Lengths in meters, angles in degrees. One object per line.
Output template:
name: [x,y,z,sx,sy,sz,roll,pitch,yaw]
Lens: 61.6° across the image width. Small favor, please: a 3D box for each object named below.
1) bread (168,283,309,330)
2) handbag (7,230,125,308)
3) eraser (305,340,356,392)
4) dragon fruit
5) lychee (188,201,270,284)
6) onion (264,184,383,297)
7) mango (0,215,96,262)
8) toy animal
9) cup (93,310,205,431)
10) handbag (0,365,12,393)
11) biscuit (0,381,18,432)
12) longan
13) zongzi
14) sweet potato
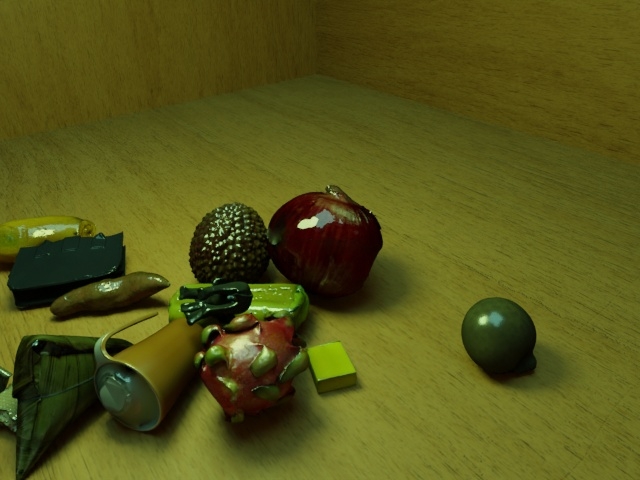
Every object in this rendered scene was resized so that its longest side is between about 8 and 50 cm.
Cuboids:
bread: [-0.221,0.192,1.449,0.383,0.112,0.166,-1,28,6]
handbag: [-0.777,0.080,1.681,0.325,0.119,0.269,-8,38,-11]
eraser: [0.023,0.305,1.305,0.097,0.045,0.122,-10,31,-12]
dragon fruit: [-0.150,0.265,1.208,0.243,0.228,0.307,-16,7,-4]
lychee: [-0.272,0.015,1.621,0.267,0.268,0.267,-2,30,1]
onion: [-0.004,0.006,1.563,0.341,0.342,0.341,-2,30,1]
mango: [-0.945,-0.009,1.808,0.359,0.144,0.187,-11,17,-20]
toy animal: [-0.252,0.153,1.277,0.146,0.115,0.245,-7,4,-39]
cup: [-0.386,0.277,1.232,0.182,0.226,0.264,-27,9,31]
handbag: [-0.833,0.358,1.205,0.182,0.117,0.270,-3,25,40]
biscuit: [-0.666,0.349,1.262,0.108,0.062,0.239,6,32,15]
longan: [0.437,0.237,1.295,0.204,0.159,0.185,43,60,1]
zongzi: [-0.551,0.367,1.207,0.138,0.300,0.286,-13,-18,31]
sweet potato: [-0.598,0.153,1.560,0.354,0.095,0.106,-12,11,-1]
